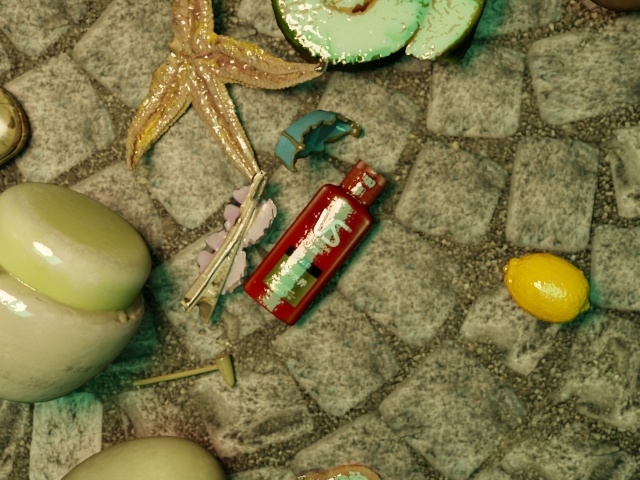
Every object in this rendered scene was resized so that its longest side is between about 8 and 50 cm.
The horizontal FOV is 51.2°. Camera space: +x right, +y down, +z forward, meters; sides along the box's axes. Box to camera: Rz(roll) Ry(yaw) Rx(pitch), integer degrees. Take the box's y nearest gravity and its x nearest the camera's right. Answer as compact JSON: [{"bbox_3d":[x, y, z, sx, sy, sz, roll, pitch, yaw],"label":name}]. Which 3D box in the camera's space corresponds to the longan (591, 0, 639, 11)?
[{"bbox_3d":[0.507,-0.476,1.084,0.198,0.198,0.212,-39,89,4],"label":"longan"}]

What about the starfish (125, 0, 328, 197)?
[{"bbox_3d":[-0.205,-0.287,1.155,0.384,0.132,0.398,32,106,7],"label":"starfish"}]

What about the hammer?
[{"bbox_3d":[-0.255,0.259,1.244,0.195,0.028,0.060,-12,97,7],"label":"hammer"}]

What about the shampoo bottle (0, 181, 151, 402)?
[{"bbox_3d":[-0.457,0.091,1.101,0.322,0.322,0.317,33,102,2],"label":"shampoo bottle"}]

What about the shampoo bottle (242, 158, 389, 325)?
[{"bbox_3d":[0.000,0.000,1.187,0.118,0.076,0.314,39,94,6],"label":"shampoo bottle"}]

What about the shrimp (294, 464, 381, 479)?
[{"bbox_3d":[0.015,0.491,1.218,0.219,0.046,0.152,-8,88,4],"label":"shrimp"}]

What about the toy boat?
[{"bbox_3d":[0.000,-0.175,1.148,0.077,0.185,0.075,36,130,11],"label":"toy boat"}]

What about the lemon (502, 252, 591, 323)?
[{"bbox_3d":[0.387,0.079,1.146,0.155,0.114,0.114,30,94,14],"label":"lemon"}]

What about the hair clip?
[{"bbox_3d":[-0.161,0.008,1.185,0.106,0.084,0.292,32,97,33],"label":"hair clip"}]

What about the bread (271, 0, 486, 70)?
[{"bbox_3d":[0.104,-0.441,1.141,0.382,0.129,0.366,45,96,1],"label":"bread"}]

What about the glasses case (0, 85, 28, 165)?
[{"bbox_3d":[-0.734,-0.141,1.224,0.425,0.098,0.156,-31,85,5],"label":"glasses case"}]

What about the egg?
[{"bbox_3d":[-0.320,0.476,1.137,0.352,0.258,0.258,-32,89,1],"label":"egg"}]
